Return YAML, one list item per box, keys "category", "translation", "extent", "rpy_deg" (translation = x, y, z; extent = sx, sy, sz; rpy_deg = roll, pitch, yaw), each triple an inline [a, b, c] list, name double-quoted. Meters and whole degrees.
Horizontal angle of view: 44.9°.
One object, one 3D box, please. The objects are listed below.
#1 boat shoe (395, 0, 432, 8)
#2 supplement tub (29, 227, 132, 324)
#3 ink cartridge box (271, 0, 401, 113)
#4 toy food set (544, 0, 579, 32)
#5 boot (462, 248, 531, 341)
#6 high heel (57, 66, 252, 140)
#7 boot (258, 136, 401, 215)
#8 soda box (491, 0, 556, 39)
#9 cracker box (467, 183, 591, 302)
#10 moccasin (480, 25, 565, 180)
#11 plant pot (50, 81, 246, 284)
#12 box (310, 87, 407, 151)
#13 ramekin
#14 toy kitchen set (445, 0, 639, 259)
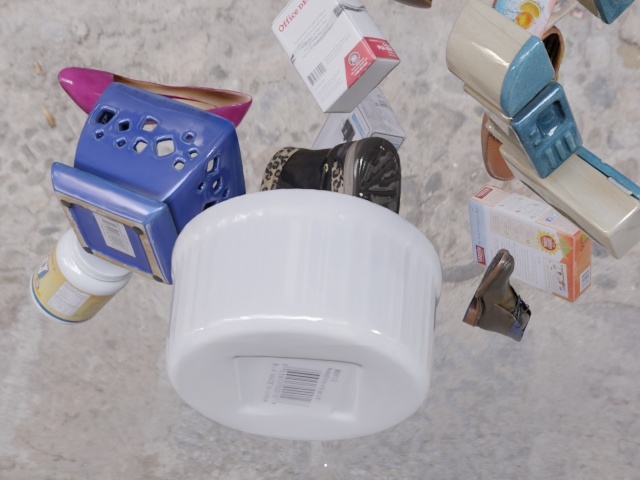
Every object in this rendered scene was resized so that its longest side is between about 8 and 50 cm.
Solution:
- category: "boat shoe"
  translation: [0.152, -0.558, 1.644]
  extent: [0.207, 0.073, 0.073]
  rpy_deg: [16, 85, -21]
- category: "supplement tub"
  translation: [-0.436, 0.056, 1.434]
  extent: [0.144, 0.200, 0.144]
  rpy_deg: [24, 47, -29]
- category: "ink cartridge box"
  translation: [0.016, -0.233, 0.916]
  extent: [0.056, 0.099, 0.135]
  rpy_deg: [-11, 66, -50]
- category: "toy food set"
  translation: [0.443, -0.568, 1.451]
  extent: [0.220, 0.306, 0.092]
  rpy_deg: [-40, 44, -16]
- category: "boot"
  translation: [0.311, 0.094, 1.275]
  extent: [0.106, 0.219, 0.082]
  rpy_deg: [27, 62, 12]
- category: "high heel"
  translation: [-0.317, -0.294, 1.527]
  extent: [0.181, 0.377, 0.127]
  rpy_deg: [-35, 61, 28]
- category: "boot"
  translation: [0.000, 0.000, 1.385]
  extent: [0.138, 0.284, 0.377]
  rpy_deg: [1, 97, -37]
- category: "soda box"
  translation: [0.236, -0.309, 0.822]
  extent: [0.063, 0.183, 0.058]
  rpy_deg: [17, 33, 2]
- category: "cracker box"
  translation: [0.393, 0.001, 1.463]
  extent: [0.067, 0.155, 0.232]
  rpy_deg: [-36, 42, -28]
- category: "moccasin"
  translation: [0.479, -0.314, 1.811]
  extent: [0.139, 0.147, 0.380]
  rpy_deg: [14, 114, -12]
- category: "plant pot"
  translation: [-0.273, -0.077, 1.231]
  extent: [0.236, 0.236, 0.212]
  rpy_deg: [22, 58, 16]
- category: "box"
  translation: [0.055, -0.171, 1.655]
  extent: [0.087, 0.290, 0.169]
  rpy_deg: [4, 46, -30]
- category: "ramekin"
  translation: [-0.018, 0.088, 0.755]
  extent: [0.277, 0.277, 0.135]
  rpy_deg: [4, 52, 2]
- category: "toy kitchen set"
  translation: [0.209, -0.114, 0.544]
  extent: [0.166, 0.207, 0.122]
  rpy_deg: [-45, 54, 5]
